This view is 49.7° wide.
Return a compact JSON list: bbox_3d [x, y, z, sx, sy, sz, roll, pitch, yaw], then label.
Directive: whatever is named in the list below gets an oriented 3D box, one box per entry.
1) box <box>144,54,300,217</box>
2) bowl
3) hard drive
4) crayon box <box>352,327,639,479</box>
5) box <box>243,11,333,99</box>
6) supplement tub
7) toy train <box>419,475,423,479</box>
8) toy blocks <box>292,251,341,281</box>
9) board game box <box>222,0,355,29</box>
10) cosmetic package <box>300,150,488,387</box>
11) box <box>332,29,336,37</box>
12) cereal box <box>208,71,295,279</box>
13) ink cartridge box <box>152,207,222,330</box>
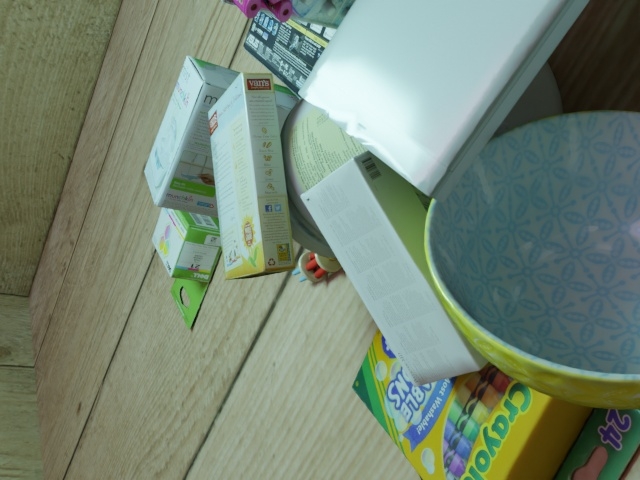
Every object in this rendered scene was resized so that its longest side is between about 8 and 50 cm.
[{"bbox_3d":[-0.135,-0.157,1.186,0.231,0.262,0.127,-64,35,24],"label":"box"},{"bbox_3d":[0.244,0.035,0.605,0.156,0.289,0.289,70,175,-46],"label":"bowl"},{"bbox_3d":[0.125,-0.213,0.609,0.203,0.040,0.307,45,107,38],"label":"hard drive"},{"bbox_3d":[0.173,0.177,0.771,0.323,0.083,0.203,44,118,53],"label":"crayon box"},{"bbox_3d":[0.009,-0.419,1.191,0.395,0.097,0.318,51,125,53],"label":"box"},{"bbox_3d":[0.095,-0.121,0.838,0.325,0.235,0.235,-31,55,50],"label":"supplement tub"},{"bbox_3d":[0.152,0.317,0.814,0.036,0.027,0.158,-64,35,29],"label":"toy train"},{"bbox_3d":[0.000,0.000,1.122,0.148,0.054,0.123,-33,55,50],"label":"toy blocks"},{"bbox_3d":[0.126,-0.380,0.732,0.050,0.390,0.390,53,125,25],"label":"board game box"},{"bbox_3d":[0.083,0.028,0.714,0.099,0.060,0.239,-31,90,48],"label":"cosmetic package"},{"bbox_3d":[0.075,-0.342,0.953,0.100,0.060,0.244,25,125,35],"label":"box"},{"bbox_3d":[-0.093,-0.073,0.885,0.173,0.047,0.240,166,99,-66],"label":"cereal box"},{"bbox_3d":[-0.320,0.047,1.569,0.189,0.097,0.255,46,118,52],"label":"ink cartridge box"}]
